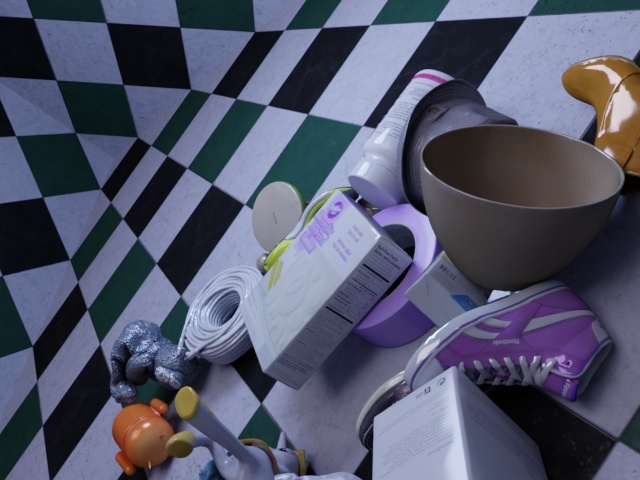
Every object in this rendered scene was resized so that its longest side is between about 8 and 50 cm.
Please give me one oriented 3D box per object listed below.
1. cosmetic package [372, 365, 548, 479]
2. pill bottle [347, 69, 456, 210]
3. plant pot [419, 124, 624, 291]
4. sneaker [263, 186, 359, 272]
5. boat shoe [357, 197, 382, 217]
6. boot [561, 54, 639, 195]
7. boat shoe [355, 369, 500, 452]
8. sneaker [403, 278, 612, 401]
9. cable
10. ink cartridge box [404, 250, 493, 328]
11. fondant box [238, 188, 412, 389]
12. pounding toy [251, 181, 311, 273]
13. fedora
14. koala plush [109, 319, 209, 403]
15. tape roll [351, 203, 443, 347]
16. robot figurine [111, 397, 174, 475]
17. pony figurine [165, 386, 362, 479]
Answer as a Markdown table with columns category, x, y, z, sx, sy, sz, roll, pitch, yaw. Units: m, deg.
| category | x | y | z | sx | sy | sz | roll | pitch | yaw |
| --- | --- | --- | --- | --- | --- | --- | --- | --- | --- |
| cosmetic package | 0.173 | 0.345 | 0.730 | 0.155 | 0.197 | 0.365 | -39 | 15 | 23 |
| pill bottle | 0.191 | -0.206 | 1.350 | 0.283 | 0.160 | 0.160 | -54 | 30 | -11 |
| plant pot | 0.286 | -0.035 | 0.972 | 0.284 | 0.284 | 0.191 | -114 | 21 | -56 |
| sneaker | 0.000 | 0.000 | 1.480 | 0.121 | 0.111 | 0.300 | 47 | 112 | 20 |
| boat shoe | 0.131 | -0.050 | 1.424 | 0.056 | 0.048 | 0.153 | -31 | 36 | -10 |
| boot | 0.469 | -0.182 | 1.026 | 0.211 | 0.104 | 0.295 | -57 | 35 | -6 |
| boat shoe | 0.174 | 0.253 | 1.003 | 0.285 | 0.103 | 0.092 | -39 | 28 | 13 |
| sneaker | 0.265 | 0.169 | 0.880 | 0.282 | 0.102 | 0.161 | -27 | 48 | -4 |
| cable | -0.228 | 0.186 | 1.603 | 0.257 | 0.089 | 0.257 | -23 | 40 | 25 |
| ink cartridge box | 0.223 | 0.071 | 1.051 | 0.061 | 0.104 | 0.181 | -49 | -8 | 34 |
| fondant box | -0.004 | 0.087 | 1.241 | 0.330 | 0.096 | 0.238 | -49 | 31 | 8 |
| pounding toy | -0.078 | -0.031 | 1.654 | 0.183 | 0.110 | 0.236 | 1 | 89 | 42 |
| fedora | 0.266 | -0.158 | 1.142 | 0.275 | 0.243 | 0.124 | -33 | 29 | -27 |
| koala plush | -0.407 | 0.316 | 1.645 | 0.221 | 0.203 | 0.196 | 7 | 18 | 30 |
| tape roll | 0.140 | 0.067 | 1.245 | 0.275 | 0.090 | 0.274 | -34 | 36 | 29 |
| robot figurine | -0.441 | 0.485 | 1.586 | 0.158 | 0.128 | 0.219 | -26 | 19 | -27 |
| pony figurine | -0.082 | 0.423 | 1.008 | 0.303 | 0.363 | 0.351 | -39 | 49 | 10 |
